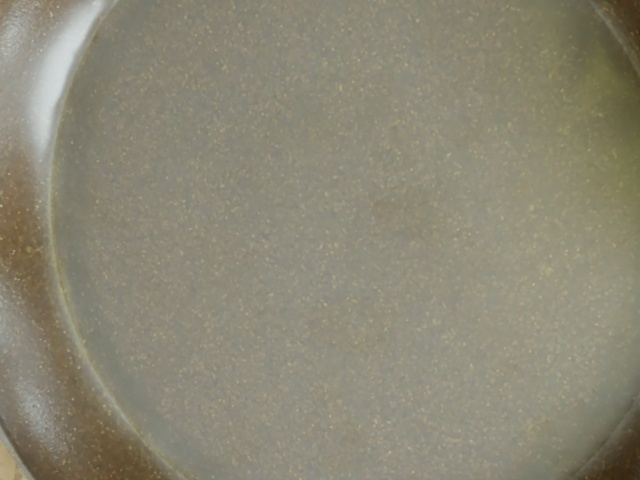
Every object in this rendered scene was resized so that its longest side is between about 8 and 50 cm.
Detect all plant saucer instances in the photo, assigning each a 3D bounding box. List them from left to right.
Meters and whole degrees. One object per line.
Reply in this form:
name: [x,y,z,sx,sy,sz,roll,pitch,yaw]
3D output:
plant saucer: [0.000,0.000,0.408,0.310,0.050,0.310,4,101,22]

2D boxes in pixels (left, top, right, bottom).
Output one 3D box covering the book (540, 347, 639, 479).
book: [0.120,0.122,0.422,0.096,0.035,0.144,29,109,12]
